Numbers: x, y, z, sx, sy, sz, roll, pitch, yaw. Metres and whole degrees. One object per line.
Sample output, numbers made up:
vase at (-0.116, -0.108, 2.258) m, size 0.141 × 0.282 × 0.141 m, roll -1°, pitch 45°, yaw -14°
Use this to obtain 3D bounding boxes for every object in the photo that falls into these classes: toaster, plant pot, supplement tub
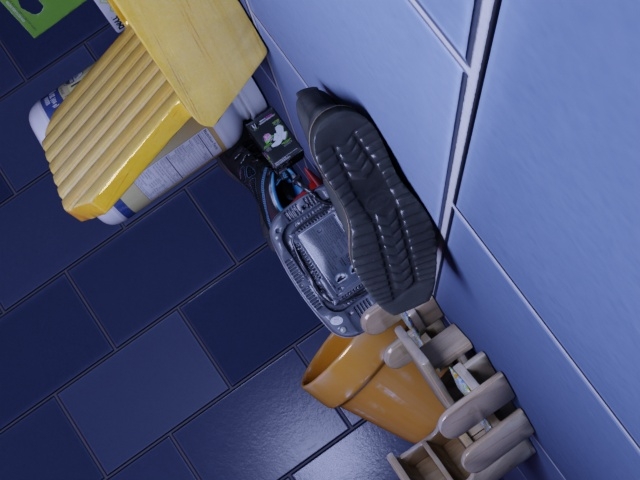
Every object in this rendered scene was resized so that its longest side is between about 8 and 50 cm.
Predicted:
toaster at (0.017, 0.016, 1.284) m, size 0.227 × 0.129 × 0.146 m, roll 55°, pitch 180°, yaw -2°
plant pot at (0.106, 0.198, 1.461) m, size 0.188 × 0.205 × 0.205 m, roll 39°, pitch 179°, yaw -5°
supplement tub at (-0.264, -0.198, 1.516) m, size 0.228 × 0.316 × 0.228 m, roll 54°, pitch 177°, yaw 4°

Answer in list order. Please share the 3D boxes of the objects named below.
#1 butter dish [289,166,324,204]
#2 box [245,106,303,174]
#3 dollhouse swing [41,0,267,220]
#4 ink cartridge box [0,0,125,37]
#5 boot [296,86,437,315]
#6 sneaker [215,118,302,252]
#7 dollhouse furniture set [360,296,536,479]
butter dish at (0.000, 0.000, 1.460) m, size 0.160 × 0.118 × 0.160 m, roll 54°, pitch 178°, yaw 40°
box at (-0.070, -0.153, 1.506) m, size 0.083 × 0.052 × 0.062 m, roll 55°, pitch 176°, yaw 6°
dollhouse swing at (-0.279, -0.261, 1.171) m, size 0.315 × 0.305 × 0.347 m, roll 57°, pitch 178°, yaw -37°
ink cartridge box at (-0.389, -0.420, 1.619) m, size 0.097 × 0.255 × 0.189 m, roll 54°, pitch 178°, yaw 16°
boot at (0.039, -0.044, 0.871) m, size 0.137 × 0.076 × 0.198 m, roll -120°, pitch 10°, yaw -65°
sneaker at (-0.103, -0.139, 1.960) m, size 0.341 × 0.125 × 0.140 m, roll 57°, pitch 150°, yaw 12°
dollhouse furniture set at (0.137, 0.210, 1.180) m, size 0.242 × 0.161 × 0.212 m, roll 57°, pitch 177°, yaw -38°
